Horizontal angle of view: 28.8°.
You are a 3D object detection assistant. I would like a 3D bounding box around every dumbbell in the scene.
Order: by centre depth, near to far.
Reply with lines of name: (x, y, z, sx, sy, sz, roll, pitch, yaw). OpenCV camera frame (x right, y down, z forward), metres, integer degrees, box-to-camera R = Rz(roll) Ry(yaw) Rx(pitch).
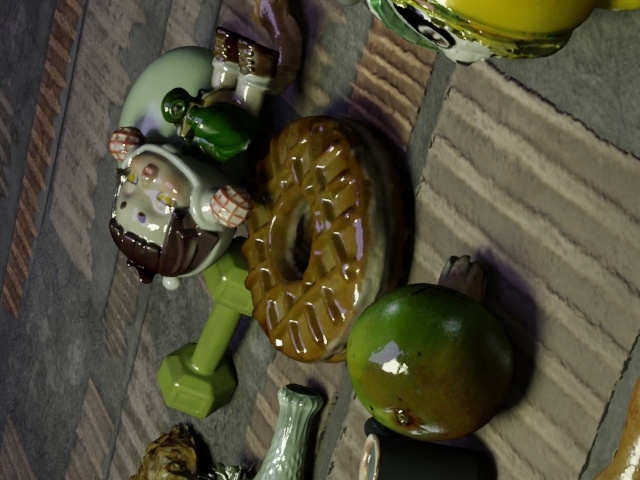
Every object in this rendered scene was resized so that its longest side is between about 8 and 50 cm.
dumbbell: (-0.150, 0.133, 1.852, 0.108, 0.121, 0.302, -77, 10, -55)

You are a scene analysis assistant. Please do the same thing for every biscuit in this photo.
biscuit: (0.000, 0.000, 1.608, 0.332, 0.103, 0.332, -14, 74, 60)

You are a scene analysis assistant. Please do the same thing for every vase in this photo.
vase: (-0.041, 0.270, 1.681, 0.081, 0.081, 0.149, 27, 107, 58)

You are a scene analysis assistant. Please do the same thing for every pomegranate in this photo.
pomegranate: (0.125, 0.109, 1.334, 0.180, 0.180, 0.210, -33, 29, 55)

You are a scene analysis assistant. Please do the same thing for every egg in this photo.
egg: (-0.204, -0.153, 1.880, 0.203, 0.203, 0.283, 40, 126, 55)

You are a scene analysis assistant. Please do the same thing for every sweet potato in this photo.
sweet potato: (0.299, 0.159, 1.104, 0.067, 0.059, 0.281, 45, 127, 42)

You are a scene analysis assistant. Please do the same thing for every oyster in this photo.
oyster: (-0.265, 0.401, 2.039, 0.396, 0.111, 0.204, 131, 137, -53)

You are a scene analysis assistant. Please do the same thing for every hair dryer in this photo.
hair dryer: (0.100, 0.241, 1.441, 0.255, 0.128, 0.070, -135, 55, -80)

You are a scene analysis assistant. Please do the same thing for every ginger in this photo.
ginger: (-0.069, -0.334, 1.795, 0.089, 0.075, 0.288, -12, 70, 35)

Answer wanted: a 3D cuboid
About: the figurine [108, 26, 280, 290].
figurine: (-0.170, -0.105, 1.705, 0.281, 0.167, 0.370, 29, 99, 38)

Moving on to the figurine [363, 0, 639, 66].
figurine: (0.149, -0.285, 1.195, 0.340, 0.323, 0.231, -137, 59, -71)

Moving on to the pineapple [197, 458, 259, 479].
pineapple: (-0.127, 0.437, 1.782, 0.125, 0.125, 0.251, -40, 49, 52)

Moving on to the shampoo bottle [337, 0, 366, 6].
shampoo bottle: (0.037, -0.351, 1.638, 0.165, 0.040, 0.080, 56, 133, 48)
